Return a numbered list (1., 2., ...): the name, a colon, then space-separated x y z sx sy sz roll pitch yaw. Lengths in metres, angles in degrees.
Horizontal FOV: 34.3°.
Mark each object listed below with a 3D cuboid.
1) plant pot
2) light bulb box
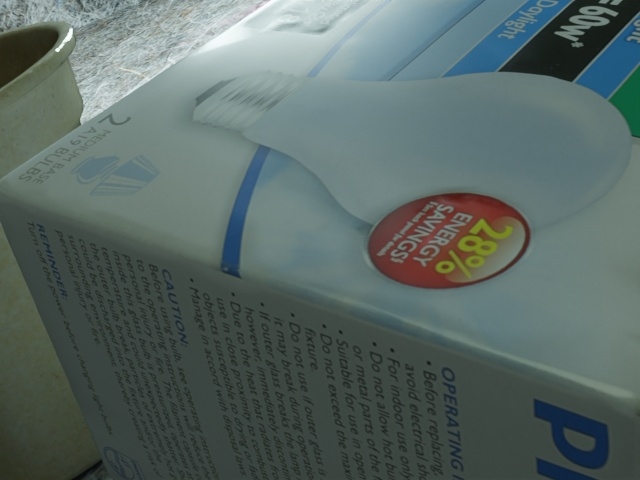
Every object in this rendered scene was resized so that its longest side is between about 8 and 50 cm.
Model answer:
1. plant pot: -0.287 0.033 0.847 0.334 0.305 0.334 -19 26 10
2. light bulb box: 0.089 0.007 0.590 0.361 0.225 0.358 15 44 35
